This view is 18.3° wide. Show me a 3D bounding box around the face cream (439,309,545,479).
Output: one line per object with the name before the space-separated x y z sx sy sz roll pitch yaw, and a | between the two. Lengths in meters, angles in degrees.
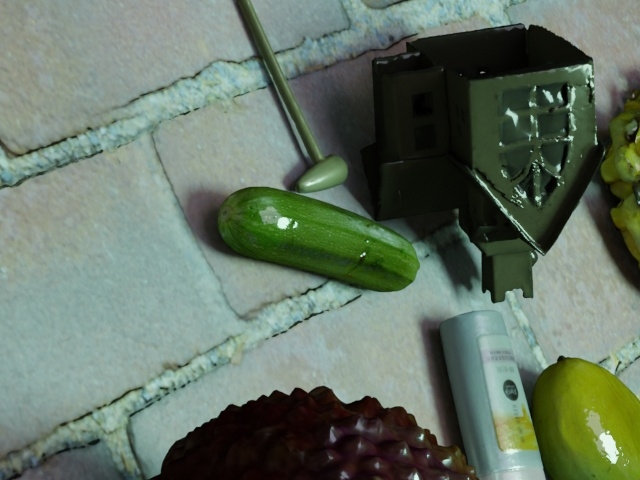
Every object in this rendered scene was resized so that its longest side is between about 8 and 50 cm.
face cream | 0.161 0.165 1.824 0.084 0.057 0.198 3 67 -48

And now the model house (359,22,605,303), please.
model house | 0.146 -0.058 1.858 0.204 0.211 0.243 -9 108 -11

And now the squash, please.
squash | 0.000 0.000 1.725 0.229 0.066 0.066 18 57 -45

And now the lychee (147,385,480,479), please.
lychee | 0.006 0.256 1.403 0.330 0.306 0.306 14 59 -40

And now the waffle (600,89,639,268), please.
waffle | 0.457 -0.016 2.248 0.382 0.095 0.379 54 39 -8

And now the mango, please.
mango | 0.285 0.216 1.919 0.237 0.091 0.137 51 41 -24

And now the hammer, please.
hammer | -0.040 -0.132 1.790 0.060 0.028 0.195 -20 82 -46
